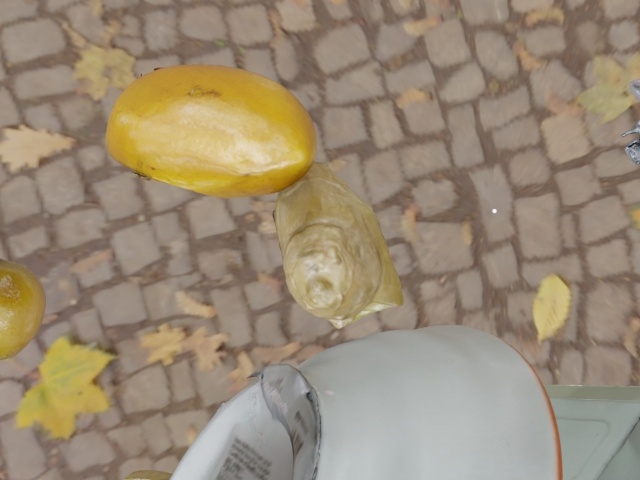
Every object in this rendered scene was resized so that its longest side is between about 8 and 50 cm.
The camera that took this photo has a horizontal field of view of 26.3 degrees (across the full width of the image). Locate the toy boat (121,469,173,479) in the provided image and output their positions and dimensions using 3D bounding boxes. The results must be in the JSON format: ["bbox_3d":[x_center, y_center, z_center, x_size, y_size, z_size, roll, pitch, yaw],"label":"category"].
[{"bbox_3d":[-0.151,0.426,1.719,0.121,0.089,0.321,-37,90,15],"label":"toy boat"}]

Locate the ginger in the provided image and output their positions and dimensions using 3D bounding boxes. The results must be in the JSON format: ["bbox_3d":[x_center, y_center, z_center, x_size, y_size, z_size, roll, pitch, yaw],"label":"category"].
[{"bbox_3d":[-0.001,-0.003,1.487,0.115,0.122,0.193,-27,74,12],"label":"ginger"}]

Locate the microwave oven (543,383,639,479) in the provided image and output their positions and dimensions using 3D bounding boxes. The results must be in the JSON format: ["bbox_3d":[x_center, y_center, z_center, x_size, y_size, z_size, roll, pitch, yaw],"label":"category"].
[{"bbox_3d":[0.215,0.319,1.507,0.286,0.355,0.218,-48,116,-33],"label":"microwave oven"}]

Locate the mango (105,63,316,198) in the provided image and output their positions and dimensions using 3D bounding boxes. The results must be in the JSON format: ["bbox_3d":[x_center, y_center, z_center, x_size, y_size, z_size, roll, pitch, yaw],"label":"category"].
[{"bbox_3d":[-0.103,-0.119,1.514,0.257,0.187,0.138,11,108,33],"label":"mango"}]

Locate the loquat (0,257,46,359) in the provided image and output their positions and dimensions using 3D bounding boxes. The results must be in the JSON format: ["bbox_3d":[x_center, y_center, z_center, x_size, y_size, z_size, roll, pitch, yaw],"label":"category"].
[{"bbox_3d":[-0.444,0.093,1.839,0.163,0.163,0.137,-15,131,7],"label":"loquat"}]

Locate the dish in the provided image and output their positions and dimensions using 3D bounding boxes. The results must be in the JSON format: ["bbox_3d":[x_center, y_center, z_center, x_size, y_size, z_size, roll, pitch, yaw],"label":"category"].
[{"bbox_3d":[-0.017,0.136,0.595,0.085,0.260,0.260,32,96,-23],"label":"dish"}]

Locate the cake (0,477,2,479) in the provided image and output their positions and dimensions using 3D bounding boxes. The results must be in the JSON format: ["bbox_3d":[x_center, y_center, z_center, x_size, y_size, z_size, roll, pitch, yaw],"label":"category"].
[{"bbox_3d":[-0.390,0.209,1.138,0.295,0.116,0.112,17,97,-28],"label":"cake"}]

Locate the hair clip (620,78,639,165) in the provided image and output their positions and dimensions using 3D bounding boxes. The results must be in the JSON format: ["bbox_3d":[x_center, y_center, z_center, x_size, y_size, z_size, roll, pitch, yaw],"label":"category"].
[{"bbox_3d":[0.457,-0.146,1.657,0.187,0.056,0.146,-23,67,13],"label":"hair clip"}]
